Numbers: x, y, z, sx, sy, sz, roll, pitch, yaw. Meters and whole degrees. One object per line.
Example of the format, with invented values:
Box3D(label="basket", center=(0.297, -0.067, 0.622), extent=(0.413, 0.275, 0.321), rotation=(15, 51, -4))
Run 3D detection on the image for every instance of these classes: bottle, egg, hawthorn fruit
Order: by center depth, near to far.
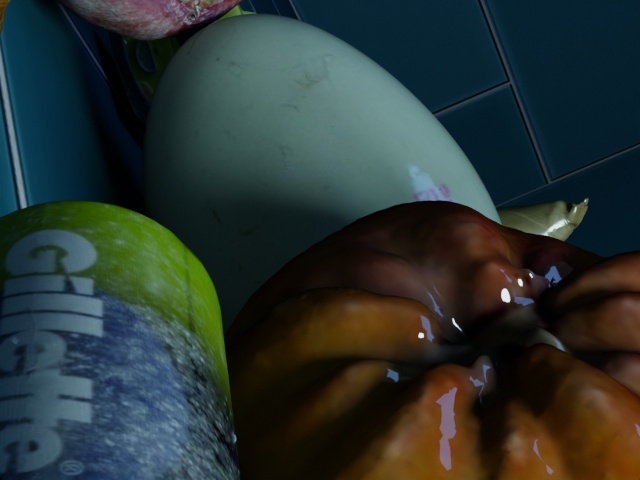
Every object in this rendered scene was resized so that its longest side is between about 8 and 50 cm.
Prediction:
Box3D(label="bottle", center=(-0.058, 0.103, 0.394), extent=(0.330, 0.093, 0.093), rotation=(-104, 169, -61))
Box3D(label="hawthorn fruit", center=(0.071, 0.144, 0.734), extent=(0.277, 0.277, 0.298), rotation=(-106, -173, -53))
Box3D(label="egg", center=(0.000, 0.000, 0.923), extent=(0.264, 0.183, 0.183), rotation=(61, 5, 7))

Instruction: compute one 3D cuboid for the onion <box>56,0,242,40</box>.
Box3D(label="onion", center=(-0.110, -0.202, 0.934), extent=(0.195, 0.159, 0.159), rotation=(45, -6, 28))

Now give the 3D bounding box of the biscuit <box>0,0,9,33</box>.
Box3D(label="biscuit", center=(-0.131, -0.194, 0.577), extent=(0.305, 0.038, 0.305), rotation=(180, -90, -74))

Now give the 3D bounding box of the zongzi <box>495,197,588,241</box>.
Box3D(label="zongzi", center=(0.045, 0.004, 1.084), extent=(0.194, 0.197, 0.099), rotation=(30, 27, -16))

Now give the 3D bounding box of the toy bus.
Box3D(label="toy bus", center=(-0.062, -0.084, 1.105), extent=(0.175, 0.101, 0.088), rotation=(56, 12, -57))
